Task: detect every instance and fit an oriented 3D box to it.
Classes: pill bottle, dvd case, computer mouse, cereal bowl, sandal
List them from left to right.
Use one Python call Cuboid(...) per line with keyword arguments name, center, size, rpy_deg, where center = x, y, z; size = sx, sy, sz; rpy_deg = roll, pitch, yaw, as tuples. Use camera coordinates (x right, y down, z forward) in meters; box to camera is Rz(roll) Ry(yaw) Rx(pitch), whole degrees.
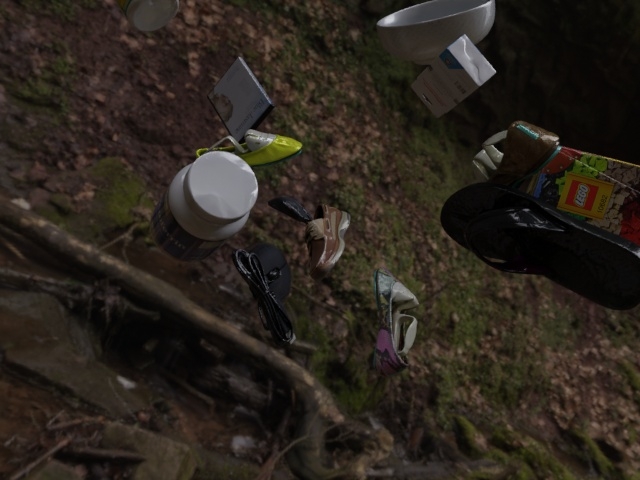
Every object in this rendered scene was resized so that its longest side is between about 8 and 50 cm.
Cuboid(name="pill bottle", center=(-0.401, -0.562, 1.234), size=(0.208, 0.118, 0.117), rpy_deg=(58, 17, 9))
Cuboid(name="pill bottle", center=(-0.221, -0.059, 1.093), size=(0.153, 0.153, 0.265), rpy_deg=(23, -26, -19))
Cuboid(name="dvd case", center=(-0.261, -0.448, 1.867), size=(0.022, 0.180, 0.253), rpy_deg=(13, 39, -54))
Cuboid(name="computer mouse", center=(-0.091, 0.070, 1.082), size=(0.272, 0.072, 0.188), rpy_deg=(-116, 180, -78))
Cuboid(name="computer mouse", center=(-0.057, -0.100, 2.113), size=(0.262, 0.060, 0.184), rpy_deg=(30, 10, 34))
Cuboid(name="cereal bowl", center=(0.342, -0.609, 1.702), size=(0.339, 0.141, 0.339), rpy_deg=(-13, 27, 7))
Cuboid(name="sandal", center=(0.398, 0.002, 1.120), size=(0.107, 0.167, 0.446), rpy_deg=(-23, 33, -34))

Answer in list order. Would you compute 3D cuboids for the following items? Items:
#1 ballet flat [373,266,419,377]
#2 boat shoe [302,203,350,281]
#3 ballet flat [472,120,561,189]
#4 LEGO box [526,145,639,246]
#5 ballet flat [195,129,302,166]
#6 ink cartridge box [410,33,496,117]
Cuboid(name="ballet flat", center=(0.141, 0.142, 1.064), size=(0.077, 0.079, 0.221), rpy_deg=(41, 42, -40))
Cuboid(name="boat shoe", center=(0.000, 0.000, 1.684), size=(0.116, 0.123, 0.324), rpy_deg=(32, 30, -11))
Cuboid(name="ballet flat", center=(0.389, -0.159, 1.228), size=(0.124, 0.116, 0.342), rpy_deg=(44, -8, 10))
Cuboid(name="LEGO box", center=(0.679, -0.042, 1.395), size=(0.373, 0.193, 0.500), rpy_deg=(18, 1, 17))
Cuboid(name="ballet flat", center=(-0.153, -0.182, 1.178), size=(0.077, 0.231, 0.077), rpy_deg=(-72, 144, -54))
Cuboid(name="ink cartridge box", center=(0.280, -0.349, 1.250), size=(0.104, 0.060, 0.180), rpy_deg=(49, -18, -4))
